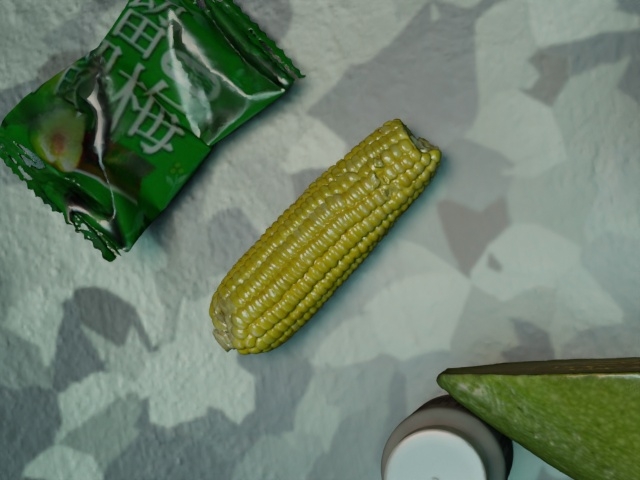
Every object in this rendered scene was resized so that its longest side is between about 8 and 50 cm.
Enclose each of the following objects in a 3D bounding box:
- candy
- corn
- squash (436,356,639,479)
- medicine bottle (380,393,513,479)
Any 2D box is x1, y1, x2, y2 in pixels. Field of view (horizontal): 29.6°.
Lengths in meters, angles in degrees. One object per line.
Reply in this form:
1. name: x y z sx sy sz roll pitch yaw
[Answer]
1. candy: -0.128 -0.099 0.871 0.141 0.078 0.203 45 86 -1
2. corn: 0.000 0.000 0.843 0.067 0.067 0.206 45 96 10
3. squash: 0.227 0.081 0.730 0.260 0.189 0.189 33 95 10
4. medicine bottle: 0.082 0.144 0.783 0.079 0.140 0.079 0 88 12
